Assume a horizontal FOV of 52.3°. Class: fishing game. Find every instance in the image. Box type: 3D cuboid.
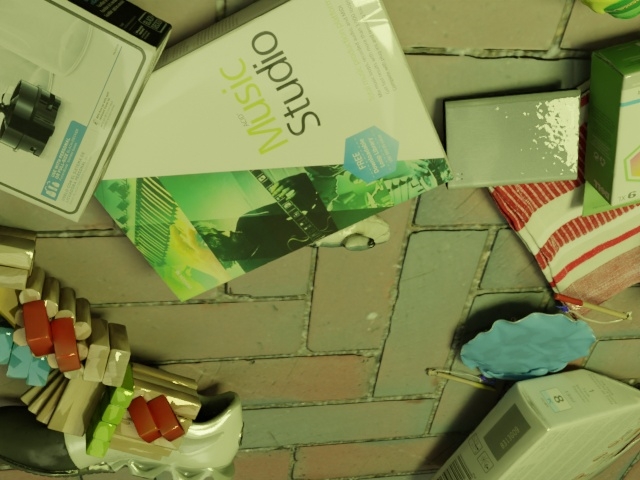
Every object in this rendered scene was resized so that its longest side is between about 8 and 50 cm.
[{"bbox_3d":[0.289,0.144,0.913,0.189,0.041,0.264,16,139,-23],"label":"fishing game"}]

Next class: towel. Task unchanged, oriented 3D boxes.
[{"bbox_3d":[0.350,-0.050,0.775,0.237,0.037,0.329,-33,128,15],"label":"towel"}]

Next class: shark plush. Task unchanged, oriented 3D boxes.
[{"bbox_3d":[0.000,0.000,0.740,0.161,0.073,0.067,-18,161,-1],"label":"shark plush"}]

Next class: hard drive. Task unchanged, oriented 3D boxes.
[{"bbox_3d":[0.198,-0.105,0.677,0.135,0.022,0.094,-5,111,4],"label":"hard drive"}]

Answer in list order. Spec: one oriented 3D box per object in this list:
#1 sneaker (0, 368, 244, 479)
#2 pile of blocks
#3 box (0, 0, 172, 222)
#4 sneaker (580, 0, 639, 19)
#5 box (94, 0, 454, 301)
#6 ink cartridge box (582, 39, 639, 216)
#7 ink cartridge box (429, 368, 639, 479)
[{"bbox_3d":[-0.262,0.224,0.851,0.331,0.122,0.146,9,109,-17],"label":"sneaker"},{"bbox_3d":[-0.274,0.133,0.693,0.149,0.113,0.362,-42,113,-6],"label":"pile of blocks"},{"bbox_3d":[-0.283,-0.153,0.490,0.290,0.087,0.169,27,115,-17],"label":"box"},{"bbox_3d":[0.324,-0.309,0.525,0.295,0.109,0.123,-45,151,20],"label":"sneaker"},{"bbox_3d":[-0.060,-0.092,0.630,0.322,0.058,0.232,-24,123,11],"label":"box"},{"bbox_3d":[0.339,-0.102,0.673,0.109,0.062,0.209,-15,128,-1],"label":"ink cartridge box"},{"bbox_3d":[0.405,0.326,1.086,0.385,0.091,0.308,-4,135,-31],"label":"ink cartridge box"}]
